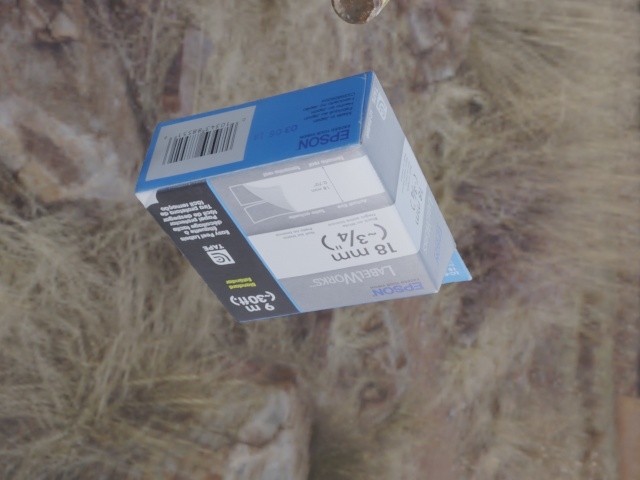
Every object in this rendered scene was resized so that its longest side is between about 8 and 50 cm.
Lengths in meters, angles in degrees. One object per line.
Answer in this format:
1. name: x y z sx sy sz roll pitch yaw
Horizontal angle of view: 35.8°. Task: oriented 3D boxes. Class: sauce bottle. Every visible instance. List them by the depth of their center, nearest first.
1. sauce bottle: 0.046 -0.213 0.790 0.128 0.042 0.042 -59 152 -52

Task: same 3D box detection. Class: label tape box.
1. label tape box: 0.000 0.000 1.041 0.334 0.240 0.106 57 31 -43
